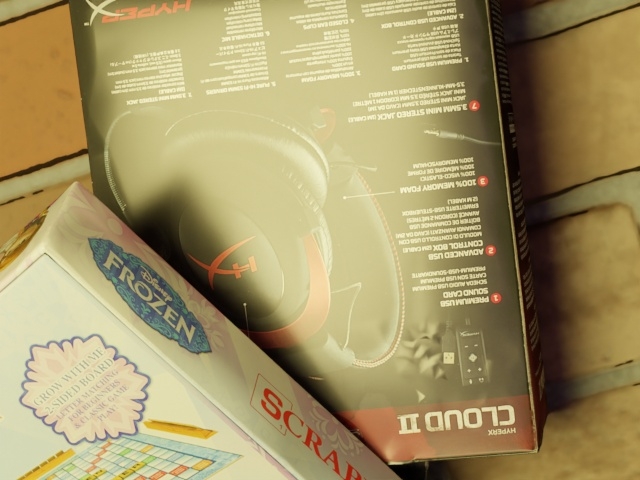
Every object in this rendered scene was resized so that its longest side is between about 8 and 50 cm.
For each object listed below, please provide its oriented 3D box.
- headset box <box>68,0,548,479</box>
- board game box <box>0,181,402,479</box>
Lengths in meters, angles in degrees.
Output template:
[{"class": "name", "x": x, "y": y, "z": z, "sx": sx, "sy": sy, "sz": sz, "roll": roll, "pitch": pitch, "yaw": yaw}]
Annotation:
[{"class": "headset box", "x": 0.000, "y": 0.000, "z": 0.884, "sx": 0.218, "sy": 0.110, "sz": 0.293, "roll": -7, "pitch": 93, "yaw": 11}, {"class": "board game box", "x": -0.119, "y": 0.176, "z": 0.853, "sx": 0.319, "sy": 0.066, "sz": 0.318, "roll": -37, "pitch": 109, "yaw": 25}]
